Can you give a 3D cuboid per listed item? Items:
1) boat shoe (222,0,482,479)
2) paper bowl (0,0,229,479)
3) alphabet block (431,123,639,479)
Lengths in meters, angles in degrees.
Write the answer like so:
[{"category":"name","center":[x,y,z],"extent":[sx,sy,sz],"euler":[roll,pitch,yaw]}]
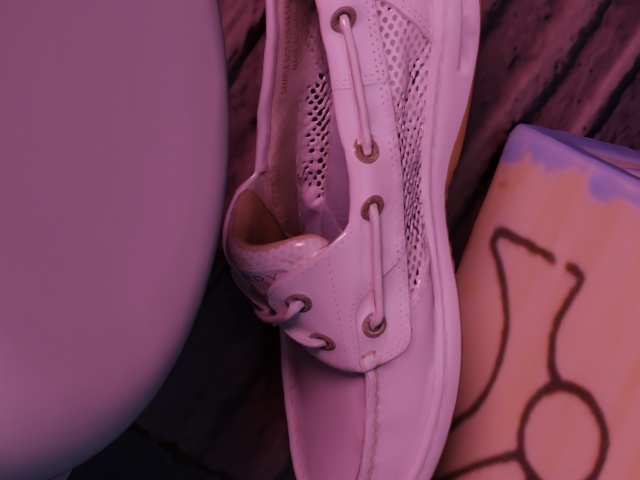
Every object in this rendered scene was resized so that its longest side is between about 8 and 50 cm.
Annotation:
[{"category":"boat shoe","center":[0.000,0.000,0.686],"extent":[0.096,0.098,0.277],"euler":[-11,111,-36]},{"category":"paper bowl","center":[-0.125,-0.038,0.427],"extent":[0.284,0.148,0.284],"euler":[-2,90,-67]},{"category":"alphabet block","center":[0.180,0.074,0.811],"extent":[0.193,0.192,0.197],"euler":[9,108,-41]}]
